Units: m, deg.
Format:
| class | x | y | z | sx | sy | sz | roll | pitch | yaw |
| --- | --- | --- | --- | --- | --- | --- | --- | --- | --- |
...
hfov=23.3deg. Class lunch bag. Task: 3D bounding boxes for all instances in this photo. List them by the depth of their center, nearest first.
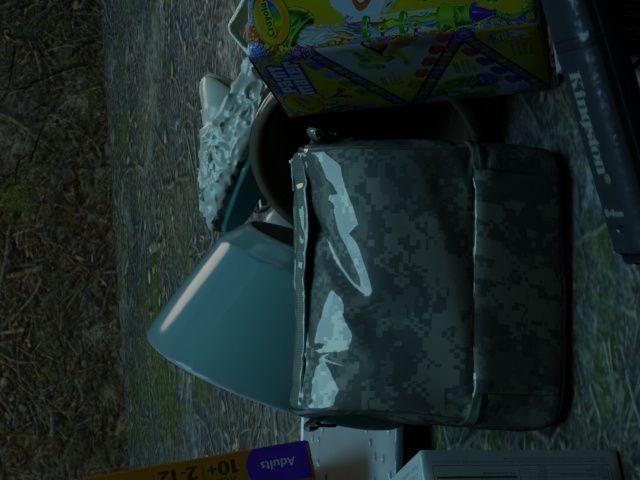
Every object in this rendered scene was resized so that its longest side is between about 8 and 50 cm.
| class | x | y | z | sx | sy | sz | roll | pitch | yaw |
| --- | --- | --- | --- | --- | --- | --- | --- | --- | --- |
| lunch bag | 0.095 | 0.041 | 1.574 | 0.212 | 0.256 | 0.305 | 170 | 102 | -72 |

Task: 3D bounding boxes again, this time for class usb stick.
| class | x | y | z | sx | sy | sz | roll | pitch | yaw |
| --- | --- | --- | --- | --- | --- | --- | --- | --- | --- |
| usb stick | 0.243 | -0.114 | 1.320 | 0.077 | 0.045 | 0.278 | -5 | 105 | 63 |

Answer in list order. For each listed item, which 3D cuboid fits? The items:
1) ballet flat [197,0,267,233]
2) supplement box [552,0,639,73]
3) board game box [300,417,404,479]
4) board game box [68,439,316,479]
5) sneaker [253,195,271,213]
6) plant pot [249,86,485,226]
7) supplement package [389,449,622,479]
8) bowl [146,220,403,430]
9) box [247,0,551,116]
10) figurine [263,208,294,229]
| class | x | y | z | sx | sy | sz | roll | pitch | yaw |
| --- | --- | --- | --- | --- | --- | --- | --- | --- | --- |
| ballet flat | -0.070 | -0.212 | 1.945 | 0.409 | 0.147 | 0.147 | -62 | 23 | 9 |
| supplement box | 0.275 | -0.252 | 1.338 | 0.239 | 0.073 | 0.130 | 127 | 142 | -60 |
| board game box | 0.056 | 0.155 | 2.031 | 0.390 | 0.050 | 0.390 | 173 | 99 | -73 |
| board game box | -0.167 | 0.482 | 2.003 | 0.356 | 0.357 | 0.356 | 102 | 158 | -74 |
| sneaker | -0.100 | -0.089 | 2.574 | 0.170 | 0.068 | 0.071 | -100 | 4 | -59 |
| plant pot | 0.060 | -0.159 | 1.788 | 0.229 | 0.263 | 0.263 | -82 | 7 | -50 |
| supplement package | 0.163 | 0.345 | 1.412 | 0.199 | 0.198 | 0.262 | 123 | 145 | -58 |
| bowl | -0.026 | 0.082 | 1.766 | 0.311 | 0.312 | 0.163 | -142 | 69 | -69 |
| box | 0.077 | -0.299 | 1.552 | 0.177 | 0.279 | 0.290 | 52 | -145 | -70 |
| figurine | 0.000 | 0.000 | 2.015 | 0.209 | 0.092 | 0.215 | -110 | 27 | -43 |
